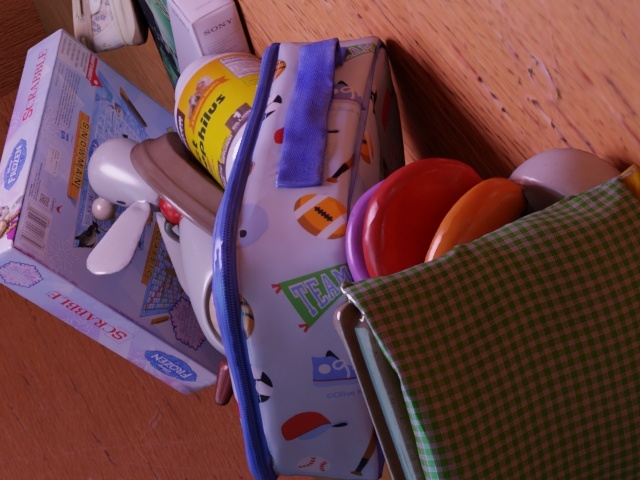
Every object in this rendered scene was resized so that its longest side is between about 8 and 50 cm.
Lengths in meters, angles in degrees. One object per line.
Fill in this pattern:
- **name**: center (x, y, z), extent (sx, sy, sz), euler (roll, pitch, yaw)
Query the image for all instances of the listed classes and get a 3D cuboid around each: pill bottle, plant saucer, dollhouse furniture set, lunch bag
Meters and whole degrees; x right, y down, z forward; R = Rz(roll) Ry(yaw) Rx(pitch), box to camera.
- **pill bottle**: center (-0.068, -0.109, 1.364), extent (0.215, 0.117, 0.117), euler (45, 162, 56)
- **plant saucer**: center (-0.067, -0.031, 1.457), extent (0.278, 0.041, 0.278), euler (33, -169, -7)
- **dollhouse furniture set**: center (0.162, 0.127, 0.625), extent (0.151, 0.197, 0.302), euler (-1, 111, 63)
- **lunch bag**: center (0.000, 0.000, 0.990), extent (0.303, 0.115, 0.243), euler (-82, -15, -52)

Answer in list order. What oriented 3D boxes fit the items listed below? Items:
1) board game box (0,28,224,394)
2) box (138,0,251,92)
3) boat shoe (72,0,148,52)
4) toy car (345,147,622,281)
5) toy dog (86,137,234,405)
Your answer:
- **board game box**: center (-0.226, -0.031, 1.636), extent (0.318, 0.066, 0.319), euler (38, -138, -36)
- **box**: center (-0.132, -0.203, 1.594), extent (0.232, 0.058, 0.322), euler (53, 167, 37)
- **boat shoe**: center (-0.276, -0.358, 1.644), extent (0.104, 0.089, 0.285), euler (-72, -32, -78)
- **toy car**: center (0.078, 0.015, 0.794), extent (0.136, 0.159, 0.182), euler (32, 170, -1)
- **toy dog**: center (-0.132, 0.042, 1.482), extent (0.220, 0.161, 0.333), euler (24, -167, -41)
